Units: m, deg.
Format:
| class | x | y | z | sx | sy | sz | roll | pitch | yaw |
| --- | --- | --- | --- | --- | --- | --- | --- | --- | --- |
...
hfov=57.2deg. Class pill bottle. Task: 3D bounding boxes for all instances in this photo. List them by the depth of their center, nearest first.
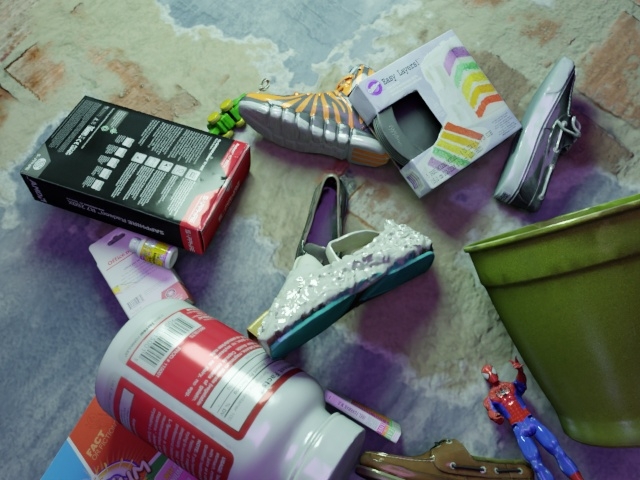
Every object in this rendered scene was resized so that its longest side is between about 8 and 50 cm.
| class | x | y | z | sx | sy | sz | roll | pitch | yaw |
| --- | --- | --- | --- | --- | --- | --- | --- | --- | --- |
| pill bottle | -0.143 | 0.279 | 0.959 | 0.408 | 0.229 | 0.229 | 27 | 79 | 20 |
| pill bottle | -0.312 | 0.020 | 1.094 | 0.083 | 0.043 | 0.043 | 18 | 78 | 6 |

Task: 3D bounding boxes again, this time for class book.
| class | x | y | z | sx | sy | sz | roll | pitch | yaw |
| --- | --- | --- | --- | --- | --- | --- | --- | --- | --- |
| book | 0.072 | 0.306 | 1.036 | 0.144 | 0.096 | 0.035 | 29 | 80 | 11 |

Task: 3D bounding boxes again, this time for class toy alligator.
| class | x | y | z | sx | sy | sz | roll | pitch | yaw |
| --- | --- | --- | --- | --- | --- | --- | --- | --- | --- |
| toy alligator | -0.182 | -0.273 | 1.227 | 0.189 | 0.056 | 0.051 | -47 | 37 | -8 |

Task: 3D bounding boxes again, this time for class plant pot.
| class | x | y | z | sx | sy | sz | roll | pitch | yaw |
| --- | --- | --- | --- | --- | --- | --- | --- | --- | --- |
| plant pot | 0.463 | 0.125 | 0.954 | 0.367 | 0.366 | 0.352 | -17 | 88 | -1 |
| plant pot | -0.079 | 0.167 | 1.093 | 0.081 | 0.081 | 0.083 | 37 | 70 | 12 |

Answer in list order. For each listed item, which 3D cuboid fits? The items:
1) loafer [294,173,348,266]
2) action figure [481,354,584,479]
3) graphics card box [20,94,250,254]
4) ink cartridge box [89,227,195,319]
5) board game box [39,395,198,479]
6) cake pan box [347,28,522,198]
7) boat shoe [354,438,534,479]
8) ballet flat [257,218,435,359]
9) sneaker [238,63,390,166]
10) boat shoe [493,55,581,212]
| class | x | y | z | sx | sy | sz | roll | pitch | yaw |
| --- | --- | --- | --- | --- | --- | --- | --- | --- | --- |
| loafer | 0.000 | 0.000 | 1.125 | 0.096 | 0.084 | 0.267 | 6 | 76 | 5 |
| action figure | 0.344 | 0.308 | 0.967 | 0.092 | 0.139 | 0.280 | -32 | 48 | 2 |
| graphics card box | -0.349 | -0.134 | 1.145 | 0.371 | 0.094 | 0.232 | 17 | 57 | 7 |
| ink cartridge box | -0.347 | 0.068 | 1.140 | 0.115 | 0.067 | 0.198 | -34 | 77 | -7 |
| board game box | -0.331 | 0.450 | 1.005 | 0.317 | 0.064 | 0.242 | 26 | 79 | 24 |
| cake pan box | 0.218 | -0.244 | 1.129 | 0.267 | 0.070 | 0.245 | -33 | 86 | -20 |
| boat shoe | 0.214 | 0.394 | 1.006 | 0.308 | 0.110 | 0.104 | 16 | 69 | -5 |
| ballet flat | 0.030 | 0.068 | 1.027 | 0.409 | 0.147 | 0.147 | -24 | 73 | -37 |
| sneaker | 0.006 | -0.273 | 1.189 | 0.321 | 0.124 | 0.179 | 17 | 73 | -3 |
| boat shoe | 0.443 | -0.202 | 1.135 | 0.105 | 0.113 | 0.306 | 24 | 81 | 3 |
